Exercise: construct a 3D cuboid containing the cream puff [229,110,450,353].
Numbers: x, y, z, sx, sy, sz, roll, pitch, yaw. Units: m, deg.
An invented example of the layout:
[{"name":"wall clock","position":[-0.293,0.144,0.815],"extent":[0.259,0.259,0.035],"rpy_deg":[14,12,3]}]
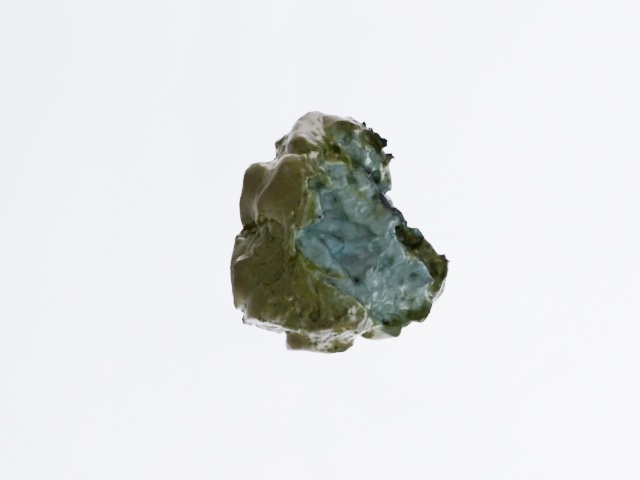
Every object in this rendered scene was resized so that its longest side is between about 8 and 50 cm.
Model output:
[{"name":"cream puff","position":[-0.001,0.001,1.060],"extent":[0.121,0.156,0.156],"rpy_deg":[3,-97,55]}]
